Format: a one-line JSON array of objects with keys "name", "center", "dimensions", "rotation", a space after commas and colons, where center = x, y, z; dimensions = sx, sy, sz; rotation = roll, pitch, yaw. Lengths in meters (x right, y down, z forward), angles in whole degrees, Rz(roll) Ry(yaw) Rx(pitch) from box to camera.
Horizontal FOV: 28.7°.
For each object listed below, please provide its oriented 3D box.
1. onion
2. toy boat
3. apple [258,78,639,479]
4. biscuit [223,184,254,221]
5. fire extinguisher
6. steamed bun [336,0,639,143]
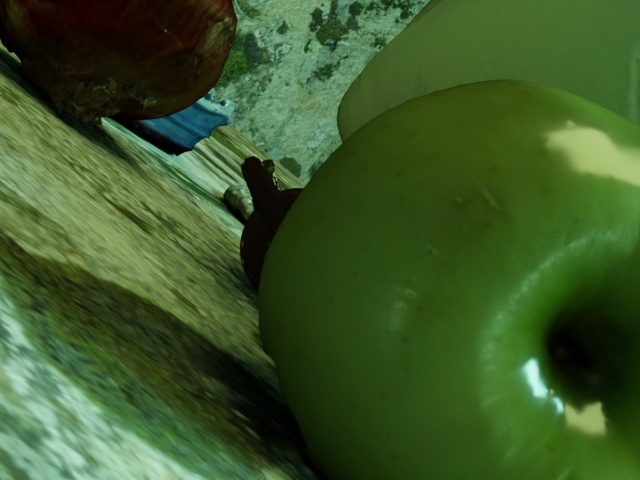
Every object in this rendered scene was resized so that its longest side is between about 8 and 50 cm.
[{"name": "onion", "center": [-0.189, -0.173, 1.077], "dimensions": [0.230, 0.163, 0.230], "rotation": [16, -21, 7]}, {"name": "toy boat", "center": [-0.175, -0.188, 1.385], "dimensions": [0.129, 0.142, 0.309], "rotation": [39, 4, 27]}, {"name": "apple", "center": [0.096, 0.045, 0.656], "dimensions": [0.279, 0.279, 0.279], "rotation": [40, 3, -3]}, {"name": "biscuit", "center": [-0.054, -0.020, 1.439], "dimensions": [0.133, 0.032, 0.250], "rotation": [39, 4, 2]}, {"name": "fire extinguisher", "center": [0.000, 0.000, 1.063], "dimensions": [0.141, 0.105, 0.341], "rotation": [63, 8, 11]}, {"name": "steamed bun", "center": [0.210, -0.052, 0.899], "dimensions": [0.456, 0.290, 0.371], "rotation": [-30, -92, 50]}]
